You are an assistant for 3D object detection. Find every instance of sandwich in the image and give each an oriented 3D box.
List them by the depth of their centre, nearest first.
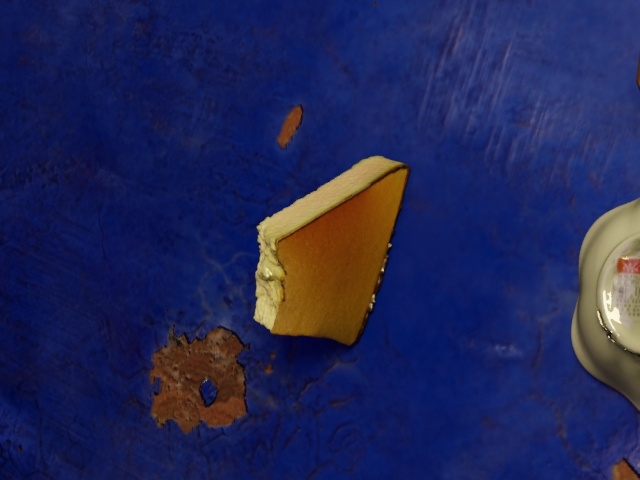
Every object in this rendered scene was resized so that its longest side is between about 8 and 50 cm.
[{"bbox_3d":[0.000,0.000,1.350,0.058,0.162,0.193,21,96,41],"label":"sandwich"}]

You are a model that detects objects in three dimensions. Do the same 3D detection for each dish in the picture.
[{"bbox_3d":[0.297,0.047,1.165,0.229,0.081,0.229,-7,79,37],"label":"dish"}]

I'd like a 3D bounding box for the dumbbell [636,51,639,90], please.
[{"bbox_3d":[0.375,-0.137,1.129,0.231,0.092,0.082,7,116,37],"label":"dumbbell"}]
